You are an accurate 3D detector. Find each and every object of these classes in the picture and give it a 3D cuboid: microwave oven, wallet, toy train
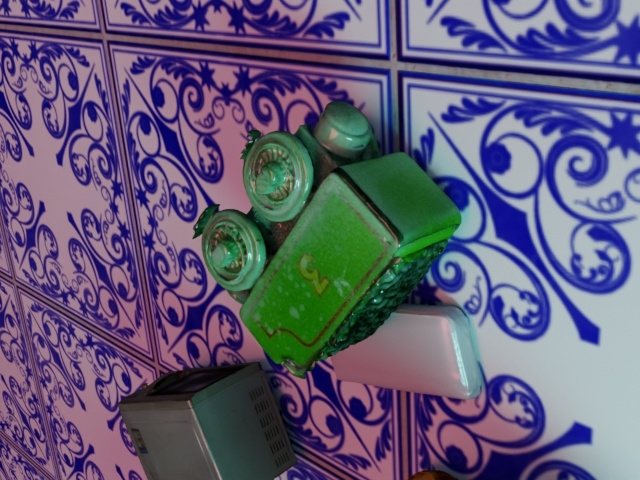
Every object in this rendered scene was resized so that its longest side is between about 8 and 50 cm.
[{"bbox_3d":[-0.146,0.247,1.040,0.205,0.129,0.163,-15,98,51],"label":"microwave oven"},{"bbox_3d":[0.074,0.106,0.802,0.190,0.033,0.095,1,107,48],"label":"wallet"},{"bbox_3d":[0.000,0.000,0.743,0.188,0.132,0.243,51,130,18],"label":"toy train"}]

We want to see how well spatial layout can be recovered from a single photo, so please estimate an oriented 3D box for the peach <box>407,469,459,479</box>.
[{"bbox_3d":[0.119,0.274,0.816,0.083,0.050,0.077,-58,40,35],"label":"peach"}]
